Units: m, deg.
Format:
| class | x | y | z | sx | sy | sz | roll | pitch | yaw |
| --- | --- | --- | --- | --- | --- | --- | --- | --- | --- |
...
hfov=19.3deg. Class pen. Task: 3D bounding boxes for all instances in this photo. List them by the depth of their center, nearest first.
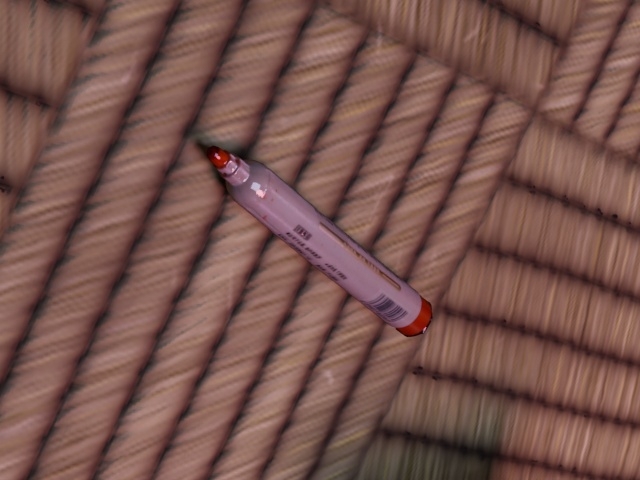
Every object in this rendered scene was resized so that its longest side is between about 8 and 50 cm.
| class | x | y | z | sx | sy | sz | roll | pitch | yaw |
| --- | --- | --- | --- | --- | --- | --- | --- | --- | --- |
| pen | 0.000 | 0.000 | 0.962 | 0.026 | 0.026 | 0.218 | -56 | 142 | -4 |
